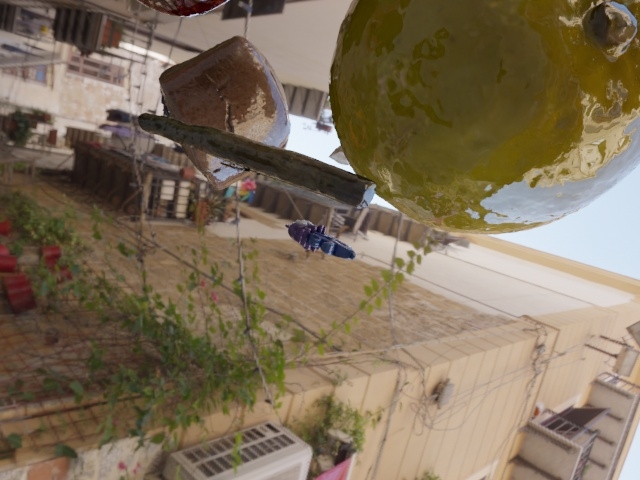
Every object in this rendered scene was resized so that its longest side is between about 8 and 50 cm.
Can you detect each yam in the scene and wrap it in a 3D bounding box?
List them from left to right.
[{"bbox_3d":[-0.064,-0.068,0.411,0.234,0.027,0.029,21,-93,27],"label":"yam"}]

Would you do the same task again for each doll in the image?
[{"bbox_3d":[0.000,0.000,1.188,0.206,0.110,0.067,25,-81,29],"label":"doll"}]

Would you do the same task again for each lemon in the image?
[{"bbox_3d":[0.173,-0.163,0.540,0.348,0.348,0.348,-3,-95,43],"label":"lemon"}]

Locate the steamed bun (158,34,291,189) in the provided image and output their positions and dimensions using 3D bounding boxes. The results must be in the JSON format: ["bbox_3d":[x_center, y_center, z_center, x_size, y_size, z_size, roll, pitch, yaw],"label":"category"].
[{"bbox_3d":[-0.181,-0.234,1.071,0.252,0.301,0.199,-22,-116,-5],"label":"steamed bun"}]

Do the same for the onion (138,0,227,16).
[{"bbox_3d":[-0.218,-0.456,0.757,0.246,0.190,0.246,1,-74,4],"label":"onion"}]

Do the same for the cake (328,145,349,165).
[{"bbox_3d":[0.056,-0.235,1.384,0.052,0.121,0.065,-18,-97,26],"label":"cake"}]
